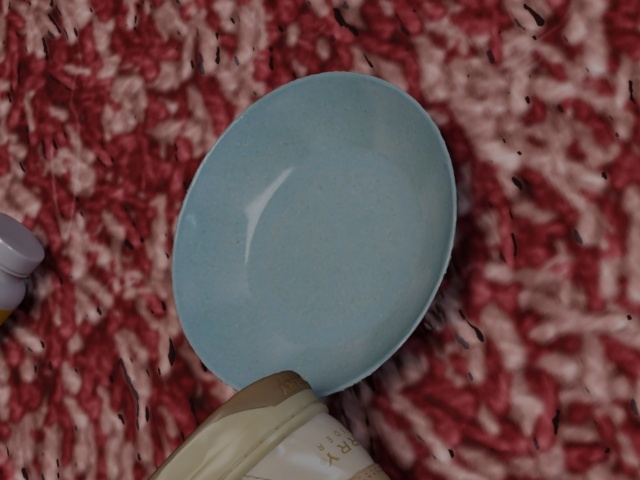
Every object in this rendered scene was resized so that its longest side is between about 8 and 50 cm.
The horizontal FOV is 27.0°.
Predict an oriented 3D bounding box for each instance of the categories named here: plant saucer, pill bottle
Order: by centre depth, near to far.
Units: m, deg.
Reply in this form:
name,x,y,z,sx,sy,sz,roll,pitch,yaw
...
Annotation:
name,x,y,z,sx,sy,sz,roll,pitch,yaw
plant saucer,0.000,0.000,0.764,0.195,0.037,0.195,-12,67,31
pill bottle,-0.242,0.037,0.902,0.116,0.065,0.065,-47,54,13

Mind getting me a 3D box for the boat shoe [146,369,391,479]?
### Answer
name,x,y,z,sx,sy,sz,roll,pitch,yaw
boat shoe,-0.096,0.223,0.702,0.110,0.121,0.341,45,107,14
